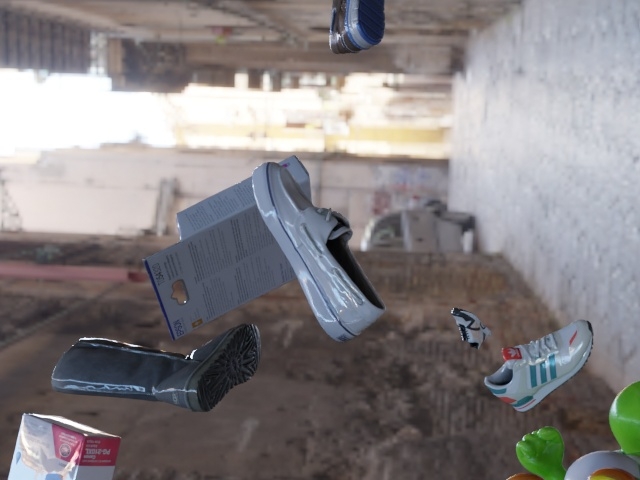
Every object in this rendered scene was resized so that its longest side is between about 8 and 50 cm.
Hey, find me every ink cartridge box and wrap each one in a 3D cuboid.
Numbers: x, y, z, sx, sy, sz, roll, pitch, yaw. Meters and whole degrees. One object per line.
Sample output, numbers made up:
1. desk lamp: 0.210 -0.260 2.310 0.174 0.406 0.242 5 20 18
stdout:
1. ink cartridge box: -0.164 0.020 2.110 0.071 0.330 0.324 58 166 28
2. ink cartridge box: -0.477 0.451 2.071 0.100 0.172 0.237 17 -95 -54

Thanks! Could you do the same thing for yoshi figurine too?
1. yoshi figurine: 0.359 0.259 1.360 0.362 0.203 0.203 -5 -47 -54

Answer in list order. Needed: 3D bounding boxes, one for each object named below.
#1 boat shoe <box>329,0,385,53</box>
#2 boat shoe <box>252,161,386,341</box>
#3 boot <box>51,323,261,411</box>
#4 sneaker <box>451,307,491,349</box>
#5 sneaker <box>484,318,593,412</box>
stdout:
1. boat shoe: 0.040 -0.298 1.341 0.066 0.066 0.183 37 -130 -36
2. boat shoe: 0.000 0.000 1.509 0.096 0.088 0.267 11 -131 -60
3. boot: -0.201 0.151 1.427 0.190 0.209 0.076 -31 -63 -58
4. sneaker: 0.263 0.156 2.014 0.109 0.040 0.043 42 -105 -39
5. sneaker: 0.277 0.153 1.462 0.161 0.075 0.057 -49 23 30
